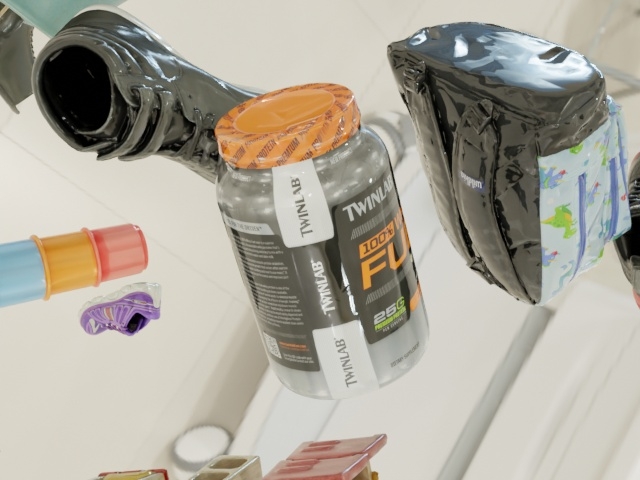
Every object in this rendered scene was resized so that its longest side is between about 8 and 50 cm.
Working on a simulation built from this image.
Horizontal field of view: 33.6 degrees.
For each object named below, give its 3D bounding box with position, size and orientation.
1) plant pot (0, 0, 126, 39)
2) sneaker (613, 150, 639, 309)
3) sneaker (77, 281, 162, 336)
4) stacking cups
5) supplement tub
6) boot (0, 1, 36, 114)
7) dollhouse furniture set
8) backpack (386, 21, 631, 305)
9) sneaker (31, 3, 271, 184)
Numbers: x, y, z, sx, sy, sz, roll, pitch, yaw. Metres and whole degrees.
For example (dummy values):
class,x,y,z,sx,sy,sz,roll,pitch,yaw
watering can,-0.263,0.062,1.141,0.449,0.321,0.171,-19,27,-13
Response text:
class,x,y,z,sx,sy,sz,roll,pitch,yaw
plant pot,-0.268,-0.357,1.123,0.255,0.272,0.272,-52,134,1
sneaker,0.457,-0.036,1.453,0.135,0.098,0.276,48,41,-41
sneaker,-0.302,0.115,1.587,0.068,0.170,0.071,11,64,-45
stacking cups,-0.360,0.036,1.231,0.316,0.096,0.096,-13,115,-30
supplement tub,0.000,0.000,0.705,0.117,0.117,0.190,-33,122,-29
boot,-0.431,-0.291,1.553,0.137,0.077,0.198,50,63,-20
dollhouse furniture set,-0.093,0.363,1.300,0.152,0.374,0.201,-21,102,-67
backpack,0.250,-0.082,1.321,0.273,0.290,0.355,-26,128,-27
sneaker,-0.108,-0.084,0.869,0.104,0.296,0.147,-58,-179,25
